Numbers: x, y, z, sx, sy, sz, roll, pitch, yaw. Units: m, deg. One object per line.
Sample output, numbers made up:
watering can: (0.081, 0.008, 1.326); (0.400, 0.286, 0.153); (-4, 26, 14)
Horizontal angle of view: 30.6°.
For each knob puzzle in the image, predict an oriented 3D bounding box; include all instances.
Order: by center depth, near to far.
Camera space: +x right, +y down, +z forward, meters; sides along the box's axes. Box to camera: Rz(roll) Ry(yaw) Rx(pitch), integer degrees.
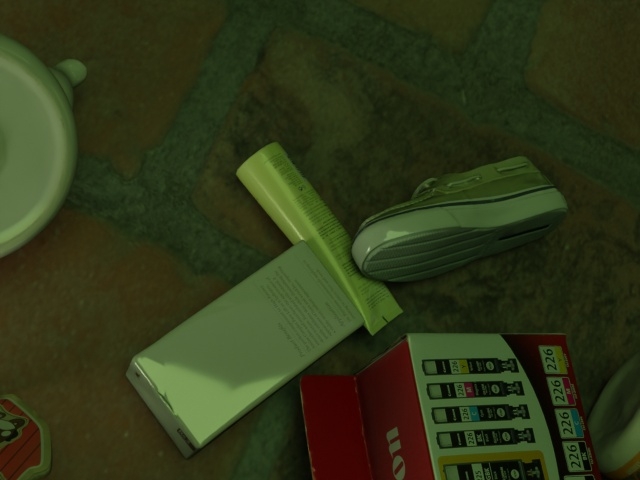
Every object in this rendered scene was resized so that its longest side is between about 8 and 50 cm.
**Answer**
knob puzzle: (-0.338, 0.190, 1.086); (0.213, 0.213, 0.030); (-13, 117, -21)

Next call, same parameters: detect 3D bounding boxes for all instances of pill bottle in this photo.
pill bottle: (0.446, 0.249, 1.300); (0.278, 0.162, 0.162); (32, 64, -3)

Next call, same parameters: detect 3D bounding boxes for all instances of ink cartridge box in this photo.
ink cartridge box: (0.142, 0.258, 1.182); (0.272, 0.130, 0.309); (2, 64, -27)

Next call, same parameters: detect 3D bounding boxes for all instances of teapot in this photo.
teapot: (-0.376, -0.097, 1.167); (0.256, 0.187, 0.252); (19, 93, -28)

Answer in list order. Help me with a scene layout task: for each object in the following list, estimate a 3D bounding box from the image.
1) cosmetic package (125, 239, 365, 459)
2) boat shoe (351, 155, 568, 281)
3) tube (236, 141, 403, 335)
cosmetic package: (-0.078, 0.113, 1.231); (0.231, 0.085, 0.117); (-34, 83, -23)
boat shoe: (0.151, -0.028, 1.348); (0.302, 0.109, 0.094); (-11, 58, -35)
tube: (0.000, 0.000, 1.308); (0.070, 0.062, 0.240); (-38, 85, -21)
